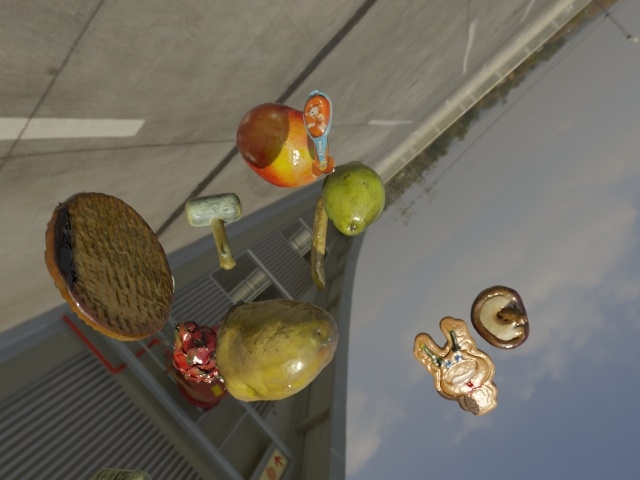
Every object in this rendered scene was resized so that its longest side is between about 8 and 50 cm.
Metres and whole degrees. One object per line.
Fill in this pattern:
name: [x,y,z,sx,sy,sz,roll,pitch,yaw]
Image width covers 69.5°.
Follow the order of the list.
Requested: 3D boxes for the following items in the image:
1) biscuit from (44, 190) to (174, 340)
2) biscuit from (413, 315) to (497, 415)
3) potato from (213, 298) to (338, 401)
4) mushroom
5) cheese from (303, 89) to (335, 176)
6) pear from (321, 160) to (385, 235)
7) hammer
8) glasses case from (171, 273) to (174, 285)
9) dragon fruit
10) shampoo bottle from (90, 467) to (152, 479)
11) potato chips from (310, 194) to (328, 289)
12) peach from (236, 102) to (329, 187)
biscuit: [-0.408,0.050,0.927,0.040,0.318,0.318,-22,-175,15]
biscuit: [0.445,0.410,1.475,0.202,0.334,0.047,-33,-177,12]
potato: [-0.076,0.224,0.962,0.266,0.229,0.229,-13,-158,46]
mushroom: [0.655,0.282,1.690,0.194,0.231,0.138,-7,163,25]
cheese: [-0.003,-0.305,1.306,0.106,0.256,0.037,-11,171,40]
pear: [0.108,-0.140,1.501,0.212,0.212,0.269,-41,-150,43]
hammer: [-0.356,-0.030,1.613,0.202,0.305,0.113,-12,150,-12]
glasses case: [-0.596,0.211,1.759,0.049,0.074,0.193,-3,115,-45]
dragon fruit: [-0.456,0.395,1.743,0.234,0.293,0.234,-17,-164,5]
shampoo bottle: [-0.422,0.544,1.010,0.162,0.079,0.079,-8,-166,21]
potato chips: [0.000,0.000,1.865,0.080,0.407,0.057,5,180,-43]
peach: [-0.180,-0.399,1.925,0.242,0.380,0.306,-56,155,-33]
